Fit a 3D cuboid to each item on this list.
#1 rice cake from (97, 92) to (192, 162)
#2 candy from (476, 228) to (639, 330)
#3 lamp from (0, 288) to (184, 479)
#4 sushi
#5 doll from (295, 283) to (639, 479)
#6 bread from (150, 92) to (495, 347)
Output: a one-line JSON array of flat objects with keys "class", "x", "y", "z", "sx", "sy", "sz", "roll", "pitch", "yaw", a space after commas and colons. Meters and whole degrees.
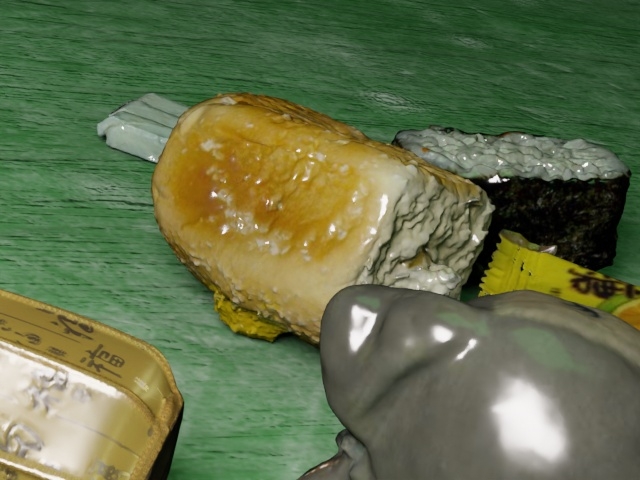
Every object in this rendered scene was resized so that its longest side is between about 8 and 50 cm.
[{"class": "rice cake", "x": -0.098, "y": -0.089, "z": 1.729, "sx": 0.211, "sy": 0.038, "sz": 0.124, "roll": 20, "pitch": 21, "yaw": 11}, {"class": "candy", "x": 0.261, "y": 0.096, "z": 1.455, "sx": 0.297, "sy": 0.081, "sz": 0.187, "roll": 26, "pitch": 25, "yaw": 2}, {"class": "lamp", "x": -0.177, "y": 0.110, "z": 1.014, "sx": 0.185, "sy": 0.161, "sz": 0.161, "roll": 18, "pitch": 21, "yaw": 2}, {"class": "sushi", "x": 0.166, "y": -0.028, "z": 1.644, "sx": 0.225, "sy": 0.127, "sz": 0.124, "roll": 3, "pitch": 24, "yaw": -15}, {"class": "doll", "x": 0.146, "y": 0.169, "z": 0.982, "sx": 0.382, "sy": 0.252, "sz": 0.378, "roll": 11, "pitch": 20, "yaw": 4}, {"class": "bread", "x": 0.000, "y": 0.000, "z": 1.390, "sx": 0.246, "sy": 0.176, "sz": 0.195, "roll": 24, "pitch": 10, "yaw": 29}]
